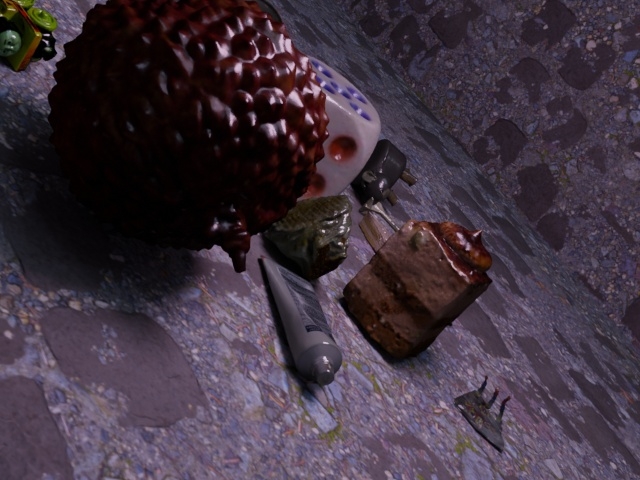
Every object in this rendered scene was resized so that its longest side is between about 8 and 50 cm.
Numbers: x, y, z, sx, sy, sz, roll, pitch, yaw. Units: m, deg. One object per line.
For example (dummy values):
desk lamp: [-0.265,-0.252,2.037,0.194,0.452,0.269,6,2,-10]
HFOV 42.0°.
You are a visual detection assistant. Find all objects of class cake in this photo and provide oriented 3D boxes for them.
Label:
cake: [0.141,-0.015,2.072,0.065,0.052,0.121,12,36,-45]
cake: [0.218,0.081,1.697,0.196,0.293,0.199,51,18,21]

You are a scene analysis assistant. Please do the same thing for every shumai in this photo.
shumai: [0.003,-0.003,1.673,0.184,0.184,0.141,-80,156,-65]

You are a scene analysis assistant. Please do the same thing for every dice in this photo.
dice: [-0.030,-0.250,1.921,0.251,0.259,0.243,35,21,-20]

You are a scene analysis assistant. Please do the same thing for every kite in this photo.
kite: [0.360,0.359,1.800,0.141,0.015,0.245,48,25,7]

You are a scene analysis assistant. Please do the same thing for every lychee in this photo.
lychee: [-0.191,-0.168,1.279,0.425,0.425,0.500,11,44,-54]

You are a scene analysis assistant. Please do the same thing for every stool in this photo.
stool: [0.167,-0.167,2.291,0.139,0.153,0.228,39,51,-20]

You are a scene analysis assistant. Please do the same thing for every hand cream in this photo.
hand cream: [-0.033,0.139,1.474,0.124,0.077,0.340,31,17,-28]

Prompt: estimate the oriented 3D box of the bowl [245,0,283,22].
bowl: [-0.241,-0.406,1.906,0.337,0.337,0.157,57,-16,32]

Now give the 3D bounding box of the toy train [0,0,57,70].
toy train: [-0.590,-0.426,1.483,0.296,0.100,0.161,50,29,15]

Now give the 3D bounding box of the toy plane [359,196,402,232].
toy plane: [0.227,-0.003,2.167,0.286,0.092,0.108,47,46,4]
